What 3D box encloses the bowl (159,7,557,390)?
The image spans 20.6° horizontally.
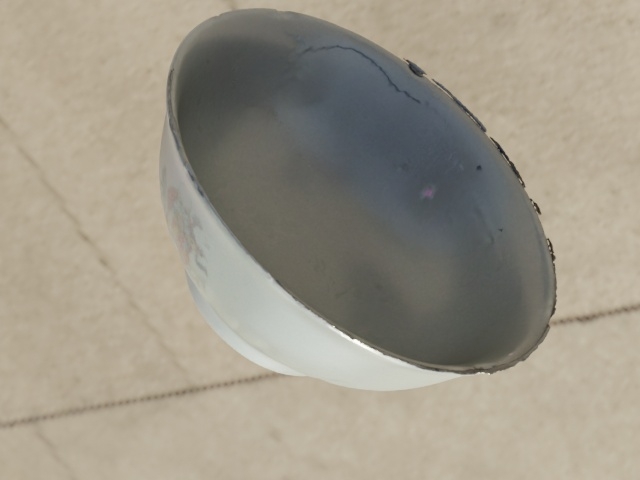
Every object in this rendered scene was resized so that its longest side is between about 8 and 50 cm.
[{"bbox_3d":[0.000,0.000,0.728,0.189,0.189,0.086,41,126,-2],"label":"bowl"}]
